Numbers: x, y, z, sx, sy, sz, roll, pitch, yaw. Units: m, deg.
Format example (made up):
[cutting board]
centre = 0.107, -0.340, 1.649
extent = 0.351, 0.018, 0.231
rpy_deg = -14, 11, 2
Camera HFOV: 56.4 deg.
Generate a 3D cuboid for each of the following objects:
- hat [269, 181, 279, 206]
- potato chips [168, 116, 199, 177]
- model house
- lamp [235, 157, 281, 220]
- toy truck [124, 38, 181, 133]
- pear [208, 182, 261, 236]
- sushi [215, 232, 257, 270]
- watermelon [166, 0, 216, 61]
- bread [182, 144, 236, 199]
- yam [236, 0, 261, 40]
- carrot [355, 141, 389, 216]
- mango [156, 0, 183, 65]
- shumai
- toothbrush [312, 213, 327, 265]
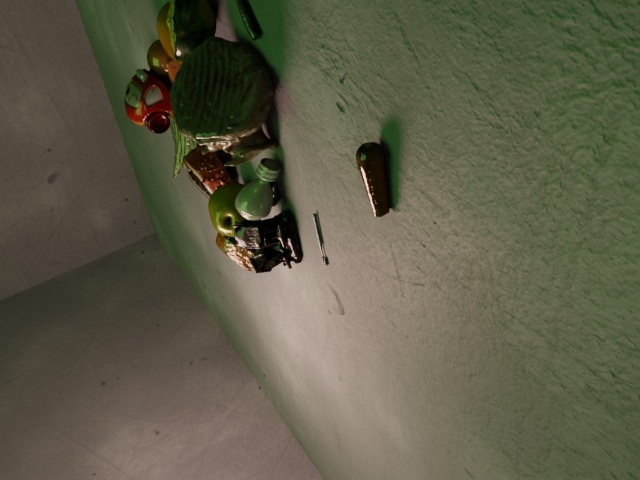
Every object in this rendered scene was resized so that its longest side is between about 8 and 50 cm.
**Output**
[hat]
centre = -0.166, -0.146, 1.763
extent = 0.121, 0.050, 0.121
rpy_deg = 50, 157, 29
[potato chips]
centre = -0.554, -0.438, 2.240
extent = 0.373, 0.097, 0.390
rpy_deg = 5, 112, 66
[model house]
centre = -0.158, 0.012, 1.774
extent = 0.141, 0.164, 0.203
rpy_deg = 40, 151, 56
[lamp]
centre = -0.169, -0.140, 1.665
extent = 0.106, 0.106, 0.193
rpy_deg = 50, 128, 31
[toy truck]
centre = -0.523, -0.503, 1.917
extent = 0.189, 0.264, 0.239
rpy_deg = 41, 159, 43
[pear]
centre = -0.275, -0.104, 1.939
extent = 0.180, 0.166, 0.216
rpy_deg = 58, -168, -18
[sushi]
centre = -0.284, -0.008, 2.087
extent = 0.287, 0.140, 0.149
rpy_deg = 48, -169, 35
[watermelon]
centre = -0.337, -0.572, 1.562
extent = 0.232, 0.127, 0.204
rpy_deg = -120, 33, -64
[bread]
centre = -0.374, -0.231, 2.047
extent = 0.224, 0.142, 0.212
rpy_deg = 44, 165, 41
[yam]
centre = -0.175, -0.529, 1.384
extent = 0.130, 0.027, 0.033
rpy_deg = 65, 157, -2
[carrot]
centre = 0.107, -0.119, 1.168
extent = 0.055, 0.055, 0.162
rpy_deg = 40, 155, 46
[mango]
centre = -0.394, -0.578, 1.727
extent = 0.147, 0.109, 0.227
rpy_deg = -29, 86, 45
[shumai]
centre = -0.218, -0.339, 1.529
extent = 0.262, 0.266, 0.314
rpy_deg = 46, -153, -64
[toothbrush]
centre = 0.000, 0.000, 1.597
extent = 0.014, 0.011, 0.167
rpy_deg = 31, 142, 47
